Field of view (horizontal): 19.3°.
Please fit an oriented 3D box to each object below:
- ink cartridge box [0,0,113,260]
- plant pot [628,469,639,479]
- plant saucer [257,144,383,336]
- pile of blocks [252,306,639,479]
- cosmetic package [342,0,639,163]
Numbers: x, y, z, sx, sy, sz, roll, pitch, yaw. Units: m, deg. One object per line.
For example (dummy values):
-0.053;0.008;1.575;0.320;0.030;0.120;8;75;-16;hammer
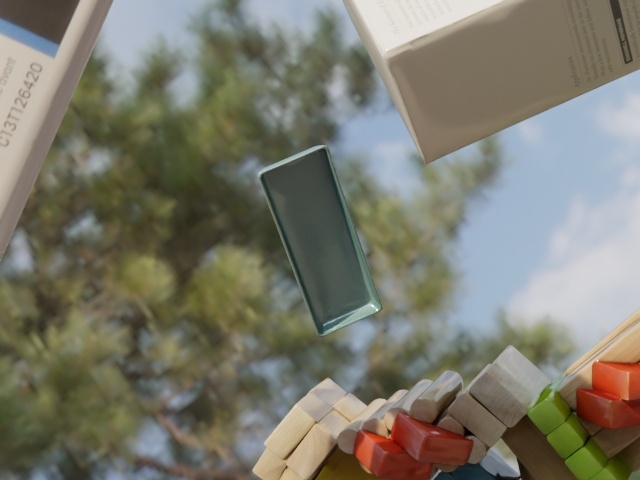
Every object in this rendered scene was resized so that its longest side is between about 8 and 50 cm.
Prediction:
-0.180;-0.063;0.971;0.072;0.307;0.304;23;-92;-15;ink cartridge box
0.355;0.198;1.447;0.293;0.275;0.275;-29;-33;-13;plant pot
0.000;0.000;1.688;0.067;0.018;0.192;-23;-56;-5;plant saucer
0.115;0.155;1.344;0.362;0.149;0.112;-15;5;21;pile of blocks
0.136;-0.216;1.567;0.224;0.224;0.138;-23;-45;0;cosmetic package
